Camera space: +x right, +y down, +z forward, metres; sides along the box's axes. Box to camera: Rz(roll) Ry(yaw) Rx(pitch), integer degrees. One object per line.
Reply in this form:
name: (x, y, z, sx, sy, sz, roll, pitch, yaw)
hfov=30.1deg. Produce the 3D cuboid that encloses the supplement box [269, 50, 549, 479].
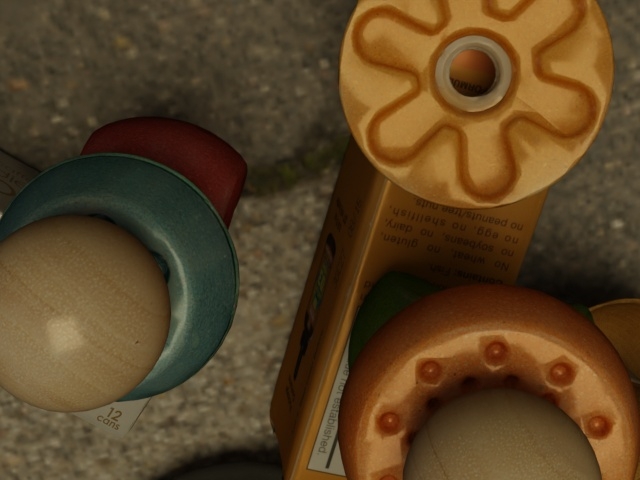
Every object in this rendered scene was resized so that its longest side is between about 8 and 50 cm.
supplement box: (0.043, 0.005, 0.535, 0.080, 0.078, 0.233, 15, 108, -12)

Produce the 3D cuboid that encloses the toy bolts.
toy bolts: (0.000, 0.000, 0.398, 0.228, 0.158, 0.218, 7, 101, 3)

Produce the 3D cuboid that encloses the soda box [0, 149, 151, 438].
soda box: (-0.160, -0.003, 0.518, 0.216, 0.074, 0.069, 30, 105, -14)

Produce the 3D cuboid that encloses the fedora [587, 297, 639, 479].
fedora: (0.130, 0.122, 0.545, 0.194, 0.079, 0.194, -19, 125, -29)

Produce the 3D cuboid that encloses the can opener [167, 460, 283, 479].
can opener: (-0.130, 0.180, 0.597, 0.280, 0.074, 0.093, -13, 75, -1)
